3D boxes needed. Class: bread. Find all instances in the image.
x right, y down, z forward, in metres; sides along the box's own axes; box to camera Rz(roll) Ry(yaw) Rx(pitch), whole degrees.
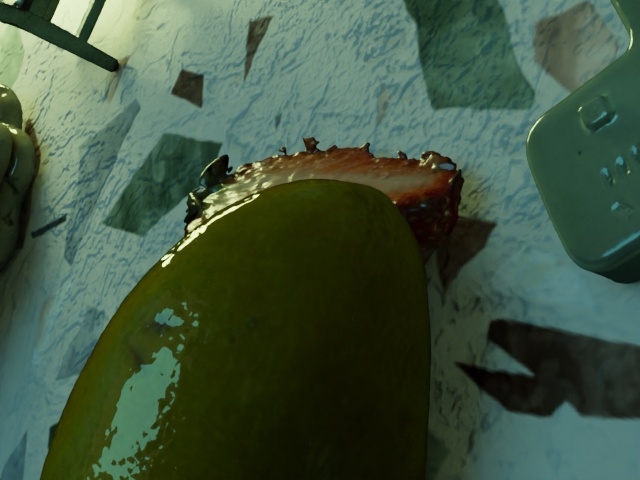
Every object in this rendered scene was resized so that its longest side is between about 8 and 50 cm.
[{"bbox_3d":[-0.442,-0.049,1.266,0.183,0.102,0.337,-5,71,45],"label":"bread"}]

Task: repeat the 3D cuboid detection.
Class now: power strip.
[{"bbox_3d":[0.240,-0.113,0.613,0.265,0.059,0.193,-38,50,30],"label":"power strip"}]

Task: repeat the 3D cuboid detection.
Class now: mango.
[{"bbox_3d":[-0.038,0.134,0.648,0.182,0.253,0.365,30,99,60],"label":"mango"}]

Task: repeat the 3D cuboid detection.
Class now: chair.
[{"bbox_3d":[-0.342,-0.314,1.148,0.136,0.270,0.147,32,98,49],"label":"chair"}]

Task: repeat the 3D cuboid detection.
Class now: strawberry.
[{"bbox_3d":[-0.004,0.004,0.796,0.175,0.106,0.236,-39,36,-27],"label":"strawberry"}]
